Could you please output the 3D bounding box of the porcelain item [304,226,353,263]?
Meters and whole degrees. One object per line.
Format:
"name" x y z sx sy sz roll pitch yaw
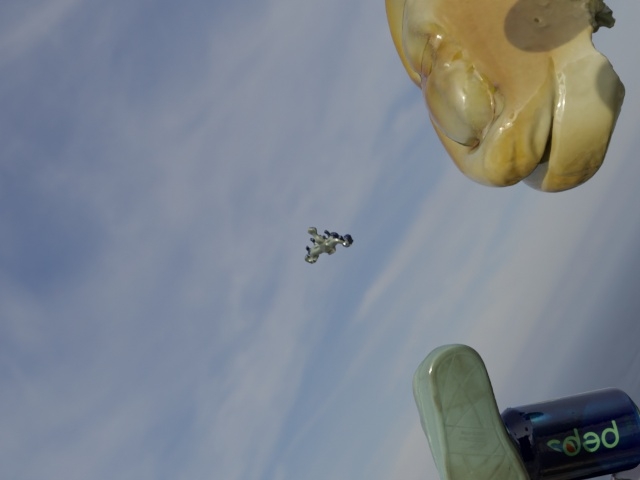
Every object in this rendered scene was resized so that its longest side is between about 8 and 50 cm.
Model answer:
"porcelain item" 0.000 0.000 2.230 0.136 0.075 0.021 -26 25 43

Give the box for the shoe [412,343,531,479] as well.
"shoe" 0.174 0.231 1.283 0.103 0.251 0.100 -21 14 -7

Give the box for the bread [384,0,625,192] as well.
"bread" 0.262 -0.269 1.556 0.245 0.424 0.329 -3 -33 -28

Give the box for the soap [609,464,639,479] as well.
"soap" 0.552 0.471 1.587 0.107 0.296 0.286 -42 -39 -62

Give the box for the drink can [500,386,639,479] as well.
"drink can" 0.331 0.270 1.470 0.204 0.118 0.118 -9 -38 -18
